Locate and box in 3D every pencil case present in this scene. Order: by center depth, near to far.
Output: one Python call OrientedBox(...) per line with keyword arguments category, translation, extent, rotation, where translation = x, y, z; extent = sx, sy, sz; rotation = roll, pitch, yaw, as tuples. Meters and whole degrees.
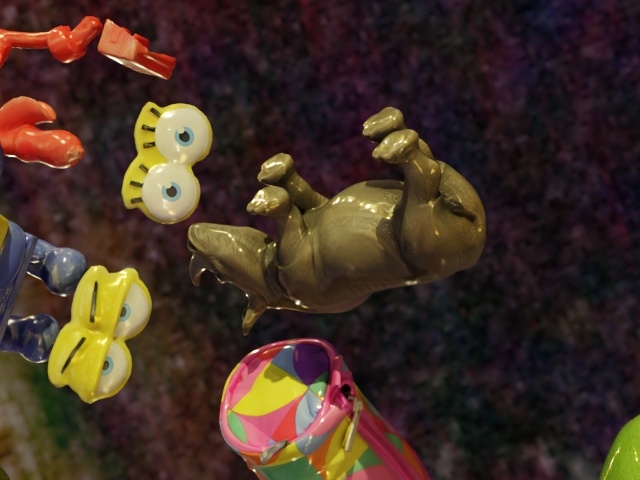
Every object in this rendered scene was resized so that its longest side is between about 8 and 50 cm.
OrientedBox(category="pencil case", translation=(0.022, 0.165, 1.201), extent=(0.236, 0.104, 0.104), rotation=(54, 176, -41))

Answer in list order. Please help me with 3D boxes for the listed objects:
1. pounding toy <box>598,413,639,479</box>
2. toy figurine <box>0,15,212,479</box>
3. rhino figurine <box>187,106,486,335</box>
OrientedBox(category="pounding toy", translation=(0.182, 0.216, 0.917), extent=(0.237, 0.110, 0.183), rotation=(63, -160, 2))
OrientedBox(category="toy figurine", translation=(-0.226, 0.033, 0.846), extent=(0.191, 0.362, 0.217), rotation=(22, 180, 26))
OrientedBox(category="rhino figurine", translation=(0.000, 0.000, 1.092), extent=(0.243, 0.073, 0.106), rotation=(-20, 118, 41))
